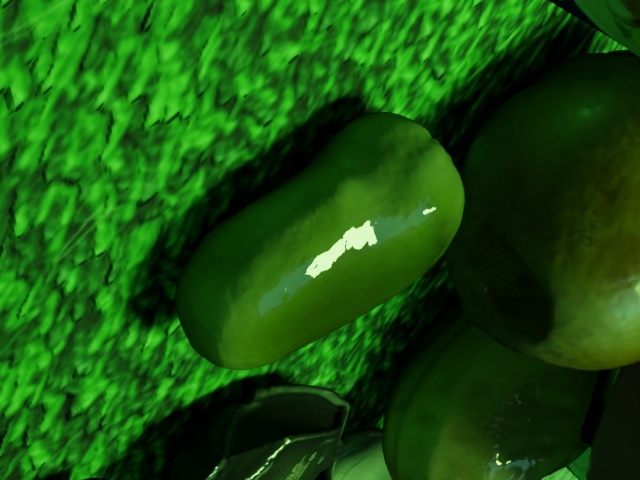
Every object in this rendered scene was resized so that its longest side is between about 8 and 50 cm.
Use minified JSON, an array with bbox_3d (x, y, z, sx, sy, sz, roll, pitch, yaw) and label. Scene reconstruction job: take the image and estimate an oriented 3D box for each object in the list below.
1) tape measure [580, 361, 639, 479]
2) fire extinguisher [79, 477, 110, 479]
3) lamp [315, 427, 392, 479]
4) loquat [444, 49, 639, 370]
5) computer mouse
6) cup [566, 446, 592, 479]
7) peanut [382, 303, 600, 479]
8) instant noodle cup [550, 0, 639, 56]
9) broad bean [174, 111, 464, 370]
[{"bbox_3d":[0.281,0.108,1.343,0.245,0.149,0.231,-21,134,-56],"label":"tape measure"},{"bbox_3d":[-0.176,0.162,0.992,0.231,0.071,0.099,-7,107,-59],"label":"fire extinguisher"},{"bbox_3d":[0.011,0.262,1.470,0.227,0.147,0.172,-52,-176,33],"label":"lamp"},{"bbox_3d":[0.171,-0.020,1.205,0.227,0.179,0.179,-40,159,-43],"label":"loquat"},{"bbox_3d":[-0.046,0.135,1.201,0.106,0.062,0.192,-57,164,19],"label":"computer mouse"},{"bbox_3d":[0.298,0.111,1.780,0.236,0.148,0.134,-29,120,-32],"label":"cup"},{"bbox_3d":[0.168,0.066,1.408,0.319,0.147,0.147,-49,160,-6],"label":"peanut"},{"bbox_3d":[0.190,-0.162,0.779,0.284,0.312,0.284,-40,158,-20],"label":"instant noodle cup"},{"bbox_3d":[0.000,0.000,1.038,0.174,0.082,0.124,-32,156,-14],"label":"broad bean"}]
